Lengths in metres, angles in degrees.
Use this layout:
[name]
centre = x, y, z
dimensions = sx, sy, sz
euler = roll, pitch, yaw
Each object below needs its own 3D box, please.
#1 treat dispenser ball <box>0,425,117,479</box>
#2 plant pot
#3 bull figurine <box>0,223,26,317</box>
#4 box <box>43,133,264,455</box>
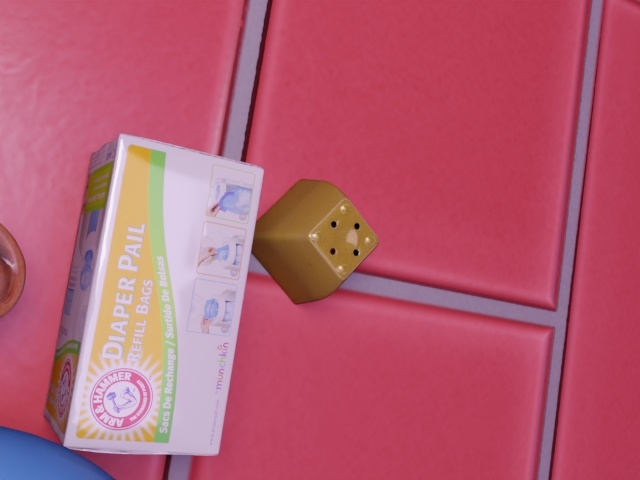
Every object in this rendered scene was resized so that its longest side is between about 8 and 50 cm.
[treat dispenser ball]
centre = -0.205, 0.238, 0.360
dimensions = 0.288, 0.288, 0.288
euler = 1, 88, -28
[plant pot]
centre = 0.000, 0.000, 0.600
dimensions = 0.081, 0.083, 0.081
euler = -45, 108, -21
[bull figurine]
centre = -0.336, 0.056, 0.411
dimensions = 0.310, 0.101, 0.188
euler = -36, 103, -24
[box]
centre = -0.122, 0.040, 0.517
dimensions = 0.103, 0.114, 0.203
euler = 11, 84, -27
